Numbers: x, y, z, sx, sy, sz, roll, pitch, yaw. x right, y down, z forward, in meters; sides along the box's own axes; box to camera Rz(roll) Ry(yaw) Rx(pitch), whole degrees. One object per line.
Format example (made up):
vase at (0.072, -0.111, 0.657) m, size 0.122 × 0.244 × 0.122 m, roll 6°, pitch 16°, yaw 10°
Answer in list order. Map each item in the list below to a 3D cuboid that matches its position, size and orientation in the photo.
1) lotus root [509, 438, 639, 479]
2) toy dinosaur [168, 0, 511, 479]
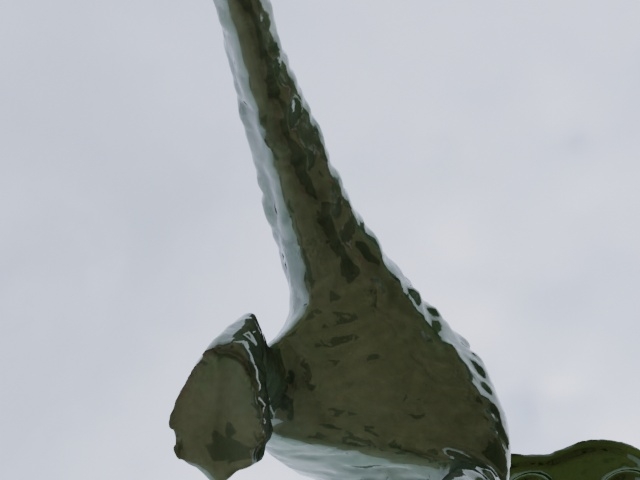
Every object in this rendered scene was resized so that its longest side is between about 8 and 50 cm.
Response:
lotus root at (0.148, 0.227, 0.918) m, size 0.186 × 0.186 × 0.186 m, roll 3°, pitch -103°, yaw -15°
toy dinosaur at (0.000, 0.024, 0.426) m, size 0.076 × 0.129 × 0.383 m, roll -15°, pitch -58°, yaw 7°
